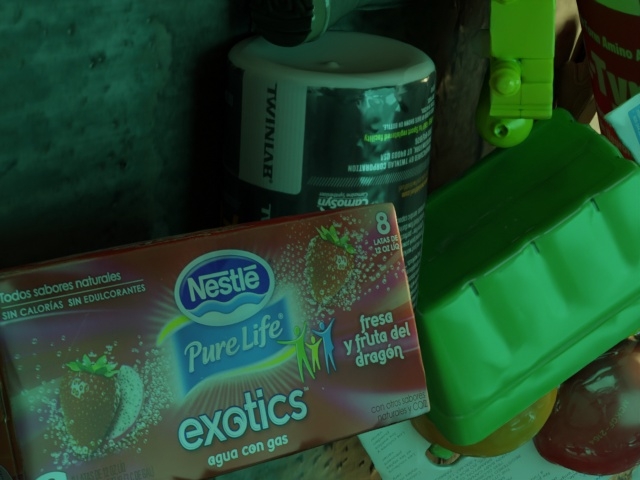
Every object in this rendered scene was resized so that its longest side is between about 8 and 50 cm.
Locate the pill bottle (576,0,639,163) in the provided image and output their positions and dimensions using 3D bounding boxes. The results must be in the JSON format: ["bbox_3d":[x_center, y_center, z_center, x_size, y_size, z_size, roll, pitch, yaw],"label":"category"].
[{"bbox_3d":[0.304,-0.208,1.328,0.229,0.229,0.408,-48,136,-35],"label":"pill bottle"}]

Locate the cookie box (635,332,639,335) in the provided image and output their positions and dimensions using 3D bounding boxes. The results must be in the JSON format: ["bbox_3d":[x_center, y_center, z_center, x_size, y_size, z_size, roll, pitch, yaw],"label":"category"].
[{"bbox_3d":[0.268,0.129,1.681,0.092,0.040,0.107,-15,116,-54],"label":"cookie box"}]

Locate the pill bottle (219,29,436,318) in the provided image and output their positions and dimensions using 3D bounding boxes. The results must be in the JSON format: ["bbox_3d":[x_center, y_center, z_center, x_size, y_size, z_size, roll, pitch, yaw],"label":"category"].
[{"bbox_3d":[0.000,0.000,1.107,0.130,0.130,0.246,-24,124,-52],"label":"pill bottle"}]

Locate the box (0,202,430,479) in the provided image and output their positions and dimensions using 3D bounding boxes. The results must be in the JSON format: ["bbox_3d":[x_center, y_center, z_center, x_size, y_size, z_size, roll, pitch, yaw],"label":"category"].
[{"bbox_3d":[-0.083,0.061,0.923,0.256,0.128,0.123,-12,92,-38],"label":"box"}]

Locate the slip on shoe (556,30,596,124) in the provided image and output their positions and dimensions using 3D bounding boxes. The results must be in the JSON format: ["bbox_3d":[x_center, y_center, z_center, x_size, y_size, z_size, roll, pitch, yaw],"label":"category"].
[{"bbox_3d":[0.217,-0.134,1.479,0.041,0.051,0.135,36,79,-16],"label":"slip on shoe"}]

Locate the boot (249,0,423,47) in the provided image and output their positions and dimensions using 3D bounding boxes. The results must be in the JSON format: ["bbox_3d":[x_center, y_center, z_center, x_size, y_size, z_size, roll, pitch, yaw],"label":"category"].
[{"bbox_3d":[0.030,-0.224,1.107,0.208,0.076,0.190,-29,130,-46],"label":"boot"}]

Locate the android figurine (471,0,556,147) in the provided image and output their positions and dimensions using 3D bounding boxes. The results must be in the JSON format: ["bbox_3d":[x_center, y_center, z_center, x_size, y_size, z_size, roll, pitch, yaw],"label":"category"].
[{"bbox_3d":[0.135,-0.186,1.209,0.273,0.056,0.248,-74,164,-59],"label":"android figurine"}]

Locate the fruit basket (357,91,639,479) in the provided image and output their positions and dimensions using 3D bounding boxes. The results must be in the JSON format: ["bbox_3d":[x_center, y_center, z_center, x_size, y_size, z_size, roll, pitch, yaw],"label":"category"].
[{"bbox_3d":[0.176,0.086,1.334,0.327,0.165,0.353,-35,135,-6],"label":"fruit basket"}]
